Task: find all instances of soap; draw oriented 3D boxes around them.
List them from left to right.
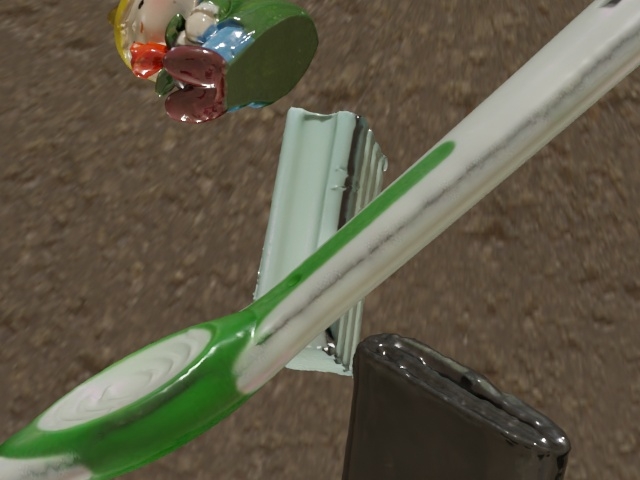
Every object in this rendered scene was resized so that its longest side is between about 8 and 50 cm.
[{"bbox_3d":[0.000,0.000,1.739,0.094,0.150,0.261,5,73,14],"label":"soap"}]

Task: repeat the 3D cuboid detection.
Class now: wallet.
[{"bbox_3d":[0.100,0.300,1.488,0.228,0.062,0.406,28,124,36],"label":"wallet"}]

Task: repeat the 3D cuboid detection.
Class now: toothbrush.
[{"bbox_3d":[-0.031,0.028,0.347,0.304,0.030,0.030,-39,98,-13],"label":"toothbrush"}]

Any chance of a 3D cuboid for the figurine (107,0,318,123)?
[{"bbox_3d":[-0.136,-0.184,1.574,0.234,0.185,0.127,20,134,31],"label":"figurine"}]
